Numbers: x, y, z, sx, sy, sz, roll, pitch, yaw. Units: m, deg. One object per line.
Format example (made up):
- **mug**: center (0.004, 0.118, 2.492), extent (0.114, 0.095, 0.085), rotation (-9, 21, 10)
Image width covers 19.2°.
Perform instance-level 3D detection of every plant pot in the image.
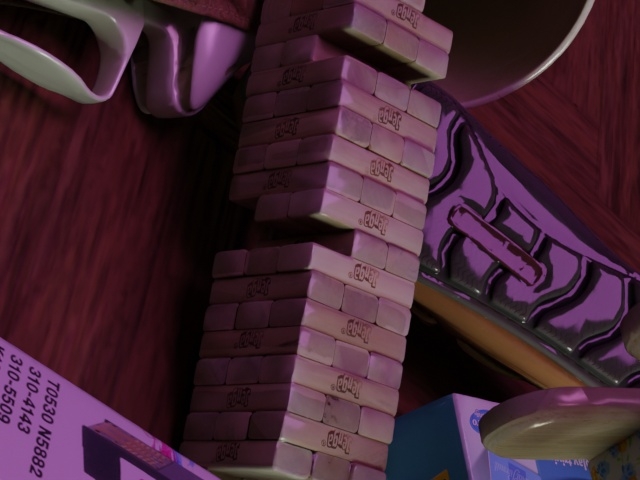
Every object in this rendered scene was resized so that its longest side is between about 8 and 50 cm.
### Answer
- **plant pot**: center (0.090, -0.256, 1.424), extent (0.256, 0.256, 0.274), rotation (53, 20, -11)

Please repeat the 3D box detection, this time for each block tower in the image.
- **block tower**: center (0.000, 0.000, 1.148), extent (0.091, 0.097, 0.335), rotation (23, 70, -40)

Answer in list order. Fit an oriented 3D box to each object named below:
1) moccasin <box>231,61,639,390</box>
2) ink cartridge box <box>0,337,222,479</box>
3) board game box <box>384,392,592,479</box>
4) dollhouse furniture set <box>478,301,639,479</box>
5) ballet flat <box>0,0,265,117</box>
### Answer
- **moccasin**: center (0.100, -0.001, 1.310), extent (0.380, 0.147, 0.139), rotation (32, 73, -6)
- **ink cartridge box**: center (-0.118, 0.164, 0.734), extent (0.278, 0.117, 0.201), rotation (36, 31, -22)
- **board game box**: center (0.173, 0.287, 1.263), extent (0.254, 0.079, 0.336), rotation (16, 55, -44)
- **dollhouse furniture set**: center (0.119, 0.256, 0.900), extent (0.257, 0.394, 0.362), rotation (3, 63, -28)
- **ballet flat**: center (-0.123, -0.144, 1.185), extent (0.342, 0.116, 0.124), rotation (8, 81, -47)
